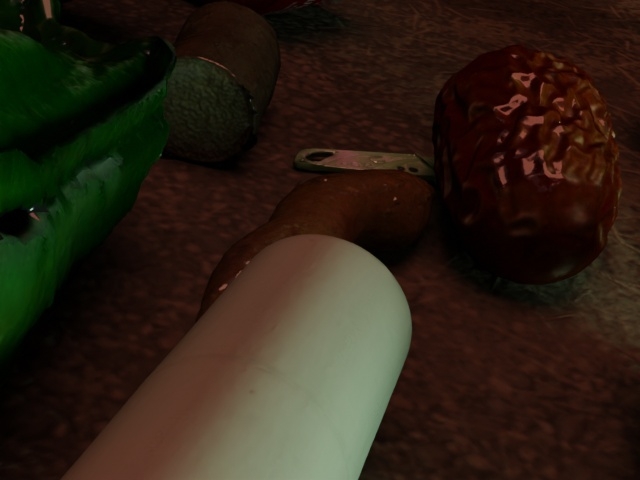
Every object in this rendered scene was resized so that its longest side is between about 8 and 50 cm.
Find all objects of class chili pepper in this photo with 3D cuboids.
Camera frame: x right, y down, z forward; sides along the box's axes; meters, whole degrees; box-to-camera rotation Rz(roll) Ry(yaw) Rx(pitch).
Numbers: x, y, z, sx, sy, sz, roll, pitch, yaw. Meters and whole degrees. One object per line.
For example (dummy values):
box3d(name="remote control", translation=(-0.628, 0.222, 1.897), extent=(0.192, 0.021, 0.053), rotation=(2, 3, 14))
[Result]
box3d(name="chili pepper", translation=(-0.189, -0.039, 0.473), extent=(0.213, 0.167, 0.385), rotation=(23, 17, -11))

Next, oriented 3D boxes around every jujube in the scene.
box3d(name="jujube", translation=(0.127, -0.046, 0.644), extent=(0.112, 0.109, 0.176), rotation=(-15, 39, 16))

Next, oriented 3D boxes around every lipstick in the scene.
box3d(name="lipstick", translation=(-0.042, 0.095, 0.334), extent=(0.087, 0.087, 0.327), rotation=(18, 25, 9))

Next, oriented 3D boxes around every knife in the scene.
box3d(name="knife", translation=(0.082, -0.048, 0.714), extent=(0.207, 0.014, 0.030), rotation=(3, 38, -13))

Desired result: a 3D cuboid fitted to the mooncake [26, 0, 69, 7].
box3d(name="mooncake", translation=(-0.264, -0.327, 0.723), extent=(0.356, 0.356, 0.194), rotation=(19, 24, 12))

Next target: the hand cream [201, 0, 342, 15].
box3d(name="hand cream", translation=(-0.040, -0.292, 0.896), extent=(0.193, 0.193, 0.125), rotation=(32, 36, 29))

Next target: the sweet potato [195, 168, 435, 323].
box3d(name="sweet potato", translation=(-0.003, -0.002, 0.571), extent=(0.065, 0.051, 0.218), rotation=(31, 36, 24))

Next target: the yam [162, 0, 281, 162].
box3d(name="yam", translation=(-0.070, -0.110, 0.699), extent=(0.084, 0.084, 0.127), rotation=(13, 34, 1))
